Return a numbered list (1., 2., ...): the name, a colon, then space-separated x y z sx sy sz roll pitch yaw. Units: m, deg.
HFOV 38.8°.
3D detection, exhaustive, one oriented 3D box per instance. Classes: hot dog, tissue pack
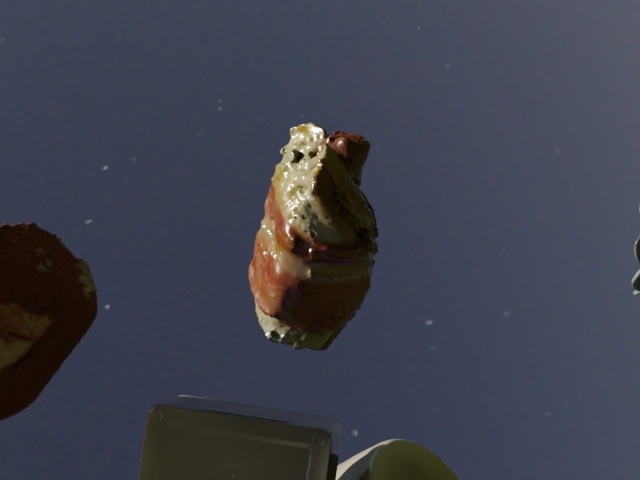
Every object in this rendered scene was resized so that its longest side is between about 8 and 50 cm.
1. hot dog: 0.000 0.000 0.798 0.103 0.213 0.146 6 -141 -17
2. tissue pack: -0.105 0.304 1.206 0.136 0.246 0.159 46 -128 -82

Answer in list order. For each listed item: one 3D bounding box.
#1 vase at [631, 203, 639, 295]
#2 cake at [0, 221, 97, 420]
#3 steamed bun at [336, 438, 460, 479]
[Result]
1. vase: 0.275 0.005 0.561 0.081 0.148 0.081 8 -90 -68
2. cake: -0.414 0.118 1.185 0.177 0.151 0.283 36 -123 -17
3. steamed bun: 0.115 0.393 1.329 0.241 0.146 0.164 34 -142 -28
